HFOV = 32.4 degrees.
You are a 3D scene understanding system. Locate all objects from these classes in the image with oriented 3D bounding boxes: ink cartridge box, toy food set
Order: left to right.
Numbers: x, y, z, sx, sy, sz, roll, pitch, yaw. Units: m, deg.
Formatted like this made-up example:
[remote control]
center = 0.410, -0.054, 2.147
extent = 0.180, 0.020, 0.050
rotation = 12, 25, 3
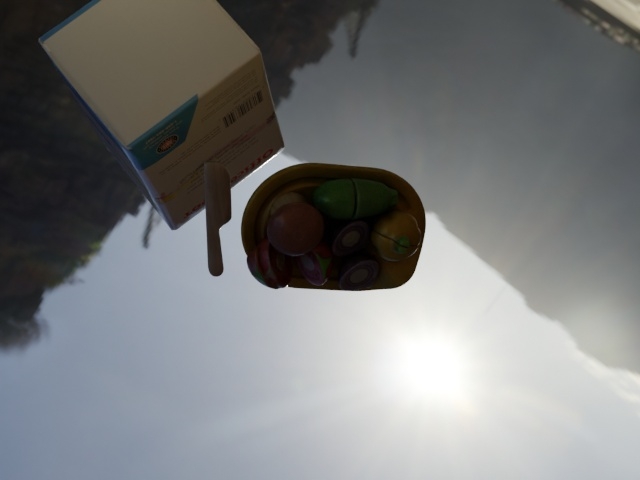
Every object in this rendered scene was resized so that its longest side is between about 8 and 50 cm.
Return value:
[ink cartridge box]
center = -0.191, -0.181, 1.410
extent = 0.197, 0.198, 0.270
rotation = 49, 170, 18
[toy food set]
center = 0.000, 0.000, 1.008
extent = 0.217, 0.128, 0.071
rotation = 3, -156, -13
